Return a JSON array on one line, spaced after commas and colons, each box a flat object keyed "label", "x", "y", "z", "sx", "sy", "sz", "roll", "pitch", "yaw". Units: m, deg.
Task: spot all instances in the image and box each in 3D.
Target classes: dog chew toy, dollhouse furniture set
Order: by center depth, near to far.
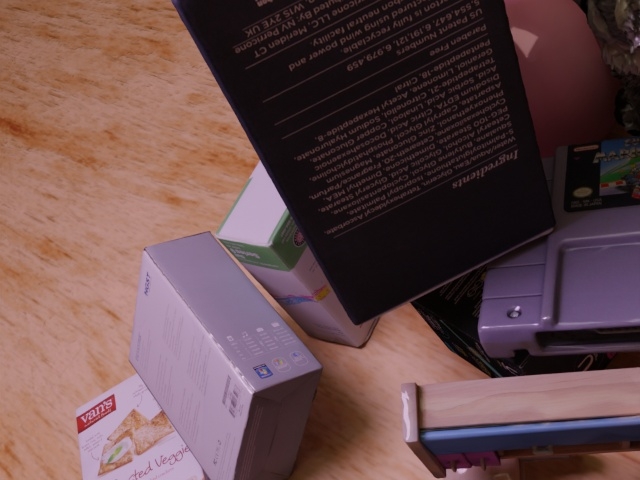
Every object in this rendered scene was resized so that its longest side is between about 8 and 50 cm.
[{"label": "dollhouse furniture set", "x": 0.185, "y": 0.280, "z": 0.769, "sx": 0.198, "sy": 0.286, "sz": 0.303, "roll": -6, "pitch": 65, "yaw": 15}, {"label": "dog chew toy", "x": 0.177, "y": -0.154, "z": 1.151, "sx": 0.332, "sy": 0.206, "sz": 0.206, "roll": -24, "pitch": 45, "yaw": 28}]

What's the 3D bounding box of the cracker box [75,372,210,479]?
[{"label": "cracker box", "x": -0.197, "y": 0.261, "z": 1.160, "sx": 0.156, "sy": 0.067, "sz": 0.232, "roll": -32, "pitch": 43, "yaw": 9}]

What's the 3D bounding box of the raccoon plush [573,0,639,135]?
[{"label": "raccoon plush", "x": 0.420, "y": -0.217, "z": 0.843, "sx": 0.447, "sy": 0.299, "sz": 0.216, "roll": -3, "pitch": 85, "yaw": 13}]

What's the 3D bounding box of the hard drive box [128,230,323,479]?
[{"label": "hard drive box", "x": -0.113, "y": 0.134, "z": 1.081, "sx": 0.089, "sy": 0.181, "sz": 0.232, "roll": -16, "pitch": 48, "yaw": -34}]

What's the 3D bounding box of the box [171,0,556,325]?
[{"label": "box", "x": 0.015, "y": -0.176, "z": 0.843, "sx": 0.212, "sy": 0.395, "sz": 0.293, "roll": -27, "pitch": 47, "yaw": 2}]

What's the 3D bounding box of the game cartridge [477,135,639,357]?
[{"label": "game cartridge", "x": 0.324, "y": -0.008, "z": 0.868, "sx": 0.355, "sy": 0.068, "sz": 0.230, "roll": -6, "pitch": 48, "yaw": 24}]

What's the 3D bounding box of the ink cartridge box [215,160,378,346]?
[{"label": "ink cartridge box", "x": 0.000, "y": 0.000, "z": 1.130, "sx": 0.093, "sy": 0.212, "sz": 0.154, "roll": 7, "pitch": 60, "yaw": 41}]

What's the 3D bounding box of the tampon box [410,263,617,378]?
[{"label": "tampon box", "x": 0.192, "y": 0.081, "z": 0.993, "sx": 0.101, "sy": 0.120, "sz": 0.161, "roll": -48, "pitch": 44, "yaw": -9}]
